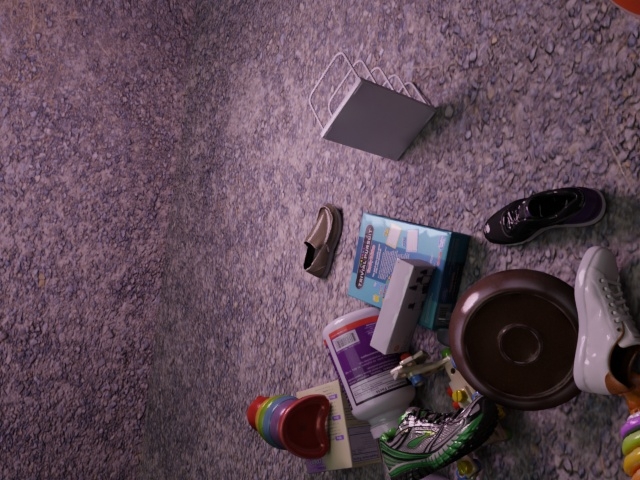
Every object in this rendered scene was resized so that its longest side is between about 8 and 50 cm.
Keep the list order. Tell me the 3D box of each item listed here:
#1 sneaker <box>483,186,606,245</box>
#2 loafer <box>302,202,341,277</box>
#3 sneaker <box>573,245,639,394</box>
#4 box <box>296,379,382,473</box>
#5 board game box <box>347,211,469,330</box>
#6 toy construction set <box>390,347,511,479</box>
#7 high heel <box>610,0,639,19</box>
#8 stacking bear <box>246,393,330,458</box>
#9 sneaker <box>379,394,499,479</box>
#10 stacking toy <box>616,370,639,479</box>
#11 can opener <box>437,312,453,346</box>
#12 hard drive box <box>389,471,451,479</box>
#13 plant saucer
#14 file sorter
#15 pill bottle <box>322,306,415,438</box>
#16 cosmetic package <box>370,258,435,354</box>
[{"bbox_3d":[0.463,-0.064,1.273,0.283,0.124,0.107,-23,67,48],"label":"sneaker"},{"bbox_3d":[0.000,0.000,1.876,0.094,0.088,0.250,14,96,52],"label":"loafer"},{"bbox_3d":[0.567,0.150,1.104,0.123,0.106,0.289,-13,70,61],"label":"sneaker"},{"bbox_3d":[0.049,0.549,1.705,0.214,0.117,0.242,-32,59,45],"label":"box"},{"bbox_3d":[0.230,0.074,1.581,0.336,0.079,0.253,18,99,52],"label":"board game box"},{"bbox_3d":[0.322,0.386,1.376,0.327,0.151,0.215,56,127,27],"label":"toy construction set"},{"bbox_3d":[0.714,-0.504,1.077,0.181,0.127,0.377,-44,41,2],"label":"high heel"},{"bbox_3d":[-0.119,0.532,1.710,0.289,0.164,0.175,-10,76,56],"label":"stacking bear"},{"bbox_3d":[0.241,0.422,1.257,0.343,0.134,0.146,-47,61,36],"label":"sneaker"},{"bbox_3d":[0.601,0.368,1.028,0.301,0.166,0.175,-93,24,-43],"label":"stacking toy"},{"bbox_3d":[0.397,0.218,1.347,0.284,0.076,0.095,-1,75,50],"label":"can opener"},{"bbox_3d":[0.252,0.701,1.448,0.181,0.089,0.231,14,95,51],"label":"hard drive box"},{"bbox_3d":[0.424,0.216,1.217,0.311,0.050,0.310,2,96,23],"label":"plant saucer"},{"bbox_3d":[0.139,-0.377,1.615,0.192,0.278,0.173,-52,44,34],"label":"file sorter"},{"bbox_3d":[0.138,0.356,1.552,0.181,0.182,0.322,-40,64,41],"label":"pill bottle"},{"bbox_3d":[0.208,0.166,1.450,0.060,0.099,0.238,28,108,44],"label":"cosmetic package"}]
